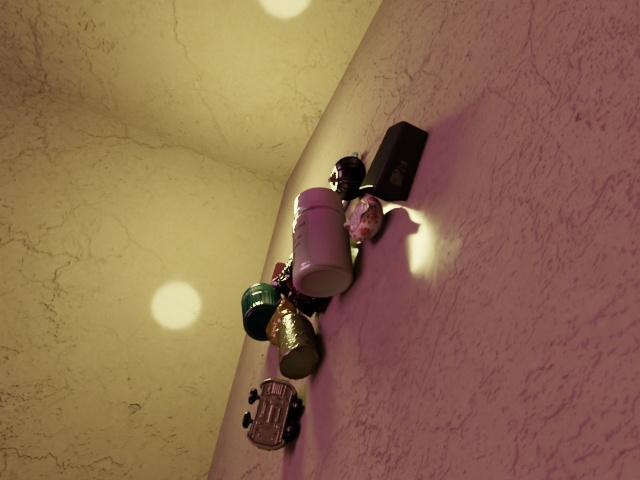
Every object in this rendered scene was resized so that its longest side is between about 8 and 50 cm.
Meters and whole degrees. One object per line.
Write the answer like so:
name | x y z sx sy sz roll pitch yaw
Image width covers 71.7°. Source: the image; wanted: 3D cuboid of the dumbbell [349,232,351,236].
dumbbell | 0.139 -0.034 1.656 0.083 0.036 0.040 135 153 -62

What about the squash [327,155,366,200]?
squash | 0.113 -0.256 1.835 0.193 0.156 0.193 8 -90 -81

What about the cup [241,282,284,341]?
cup | -0.293 0.395 2.489 0.292 0.308 0.241 -120 18 -72

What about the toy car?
toy car | -0.172 0.667 1.682 0.198 0.204 0.247 85 -163 -60

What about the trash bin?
trash bin | 0.237 -0.247 1.417 0.165 0.115 0.225 -163 96 -78

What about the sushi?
sushi | -0.044 0.175 1.810 0.227 0.215 0.212 -50 18 0

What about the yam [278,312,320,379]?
yam | -0.088 0.403 1.695 0.268 0.161 0.161 -113 44 -69

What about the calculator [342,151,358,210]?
calculator | 0.124 -0.262 2.036 0.188 0.042 0.302 -160 89 -78

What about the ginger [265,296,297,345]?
ginger | -0.177 0.387 2.180 0.270 0.123 0.219 -66 13 -23

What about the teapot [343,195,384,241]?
teapot | 0.149 -0.068 1.509 0.245 0.116 0.159 140 134 -62

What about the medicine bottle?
medicine bottle | 0.000 0.000 1.663 0.219 0.220 0.388 123 151 -46

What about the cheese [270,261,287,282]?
cheese | -0.156 0.191 2.228 0.203 0.177 0.128 148 140 -70
